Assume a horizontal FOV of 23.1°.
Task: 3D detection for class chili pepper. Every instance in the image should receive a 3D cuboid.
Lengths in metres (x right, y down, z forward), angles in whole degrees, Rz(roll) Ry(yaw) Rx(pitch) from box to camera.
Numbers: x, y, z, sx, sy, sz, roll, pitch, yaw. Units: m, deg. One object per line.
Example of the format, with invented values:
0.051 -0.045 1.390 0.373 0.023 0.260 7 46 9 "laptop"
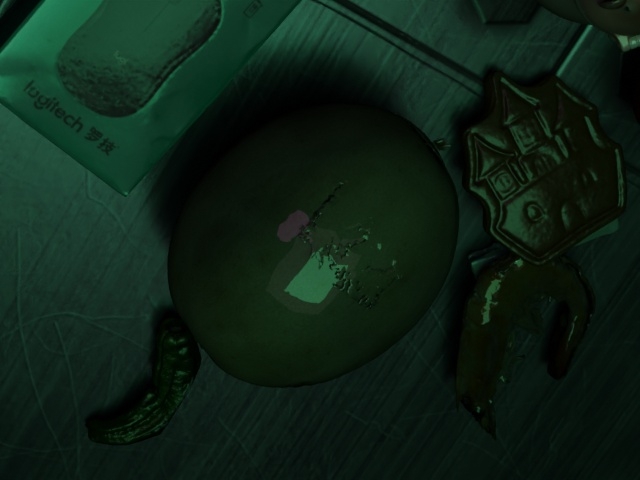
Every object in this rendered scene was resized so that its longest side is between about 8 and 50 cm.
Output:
-0.189 0.168 1.768 0.073 0.050 0.182 28 107 -28 "chili pepper"

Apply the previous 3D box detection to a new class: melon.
0.000 0.000 1.616 0.330 0.268 0.268 -37 115 -3 "melon"

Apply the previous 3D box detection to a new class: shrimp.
0.237 0.116 1.825 0.173 0.058 0.253 -10 122 -15 "shrimp"

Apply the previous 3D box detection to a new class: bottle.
0.290 -0.277 1.573 0.147 0.236 0.148 -4 113 -10 "bottle"

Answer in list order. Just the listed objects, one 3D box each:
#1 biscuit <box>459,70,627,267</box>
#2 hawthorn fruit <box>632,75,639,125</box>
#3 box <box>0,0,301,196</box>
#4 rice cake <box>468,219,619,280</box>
0.239 -0.091 1.725 0.182 0.034 0.215 -33 102 -11 "biscuit"
0.447 -0.160 1.690 0.179 0.179 0.200 36 105 -23 "hawthorn fruit"
-0.176 -0.225 1.564 0.205 0.118 0.311 39 101 -25 "box"
0.255 -0.002 1.797 0.180 0.030 0.042 -21 121 -3 "rice cake"
